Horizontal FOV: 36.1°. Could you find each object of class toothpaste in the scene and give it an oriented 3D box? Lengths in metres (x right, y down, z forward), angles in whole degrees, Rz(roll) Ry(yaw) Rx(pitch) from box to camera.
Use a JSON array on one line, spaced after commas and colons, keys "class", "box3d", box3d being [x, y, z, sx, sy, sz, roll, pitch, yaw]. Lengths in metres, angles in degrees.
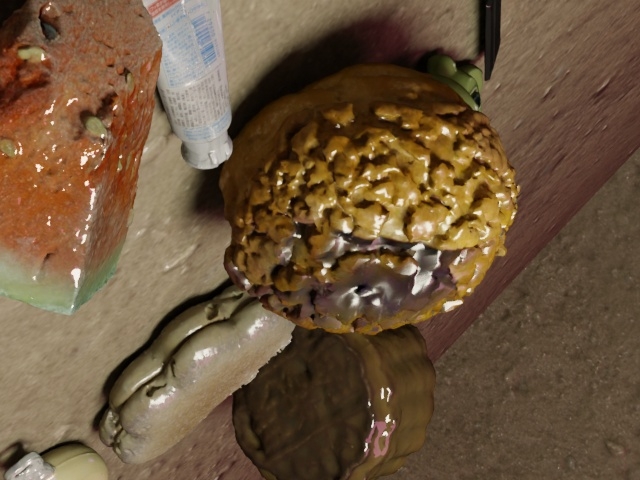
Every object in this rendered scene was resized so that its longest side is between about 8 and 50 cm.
[{"class": "toothpaste", "box3d": [-0.113, -0.152, 0.860, 0.089, 0.057, 0.234, -39, 155, -21]}]

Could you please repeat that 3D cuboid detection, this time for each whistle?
[{"class": "whistle", "box3d": [0.147, -0.169, 1.294, 0.141, 0.141, 0.294, -53, -175, 24]}]

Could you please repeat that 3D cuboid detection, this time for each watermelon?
[{"class": "watermelon", "box3d": [-0.194, -0.079, 0.734, 0.257, 0.139, 0.193, -62, 177, 19]}]

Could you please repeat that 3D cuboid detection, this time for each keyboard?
[{"class": "keyboard", "box3d": [0.231, -0.287, 1.319, 0.202, 0.011, 0.067, 63, 44, -70]}]

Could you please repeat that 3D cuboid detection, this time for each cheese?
[{"class": "cheese", "box3d": [-0.358, 0.322, 1.334, 0.163, 0.071, 0.249, -31, 157, -35]}]

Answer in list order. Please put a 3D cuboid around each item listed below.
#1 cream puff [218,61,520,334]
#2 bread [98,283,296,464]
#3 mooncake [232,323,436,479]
[{"class": "cream puff", "box3d": [0.058, -0.022, 1.079, 0.327, 0.231, 0.343, -29, 132, 15]}, {"class": "bread", "box3d": [-0.186, 0.177, 1.347, 0.337, 0.102, 0.183, -45, 158, 7]}, {"class": "mooncake", "box3d": [0.010, 0.242, 1.569, 0.324, 0.324, 0.187, -52, 155, 23]}]
